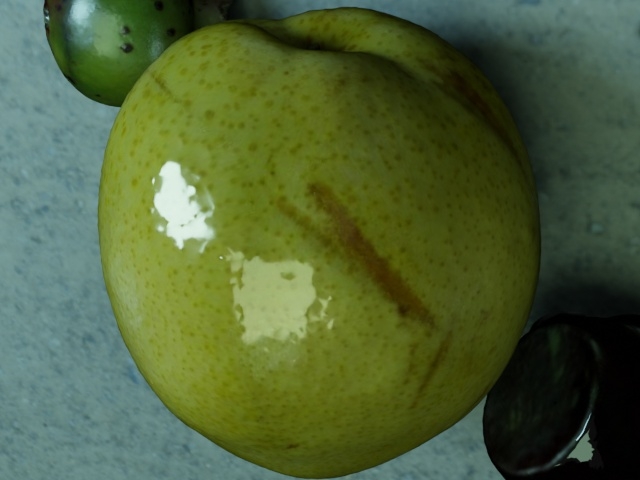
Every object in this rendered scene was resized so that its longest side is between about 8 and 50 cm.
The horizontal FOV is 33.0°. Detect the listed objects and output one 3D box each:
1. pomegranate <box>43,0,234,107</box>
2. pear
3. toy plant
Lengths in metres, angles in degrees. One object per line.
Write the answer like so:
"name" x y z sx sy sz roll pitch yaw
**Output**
"pomegranate" -0.140 -0.161 0.789 0.130 0.130 0.130 10 124 15
"pear" 0.000 0.000 0.732 0.314 0.314 0.314 10 124 15
"toy plant" 0.240 0.157 0.817 0.235 0.175 0.218 25 125 -27
